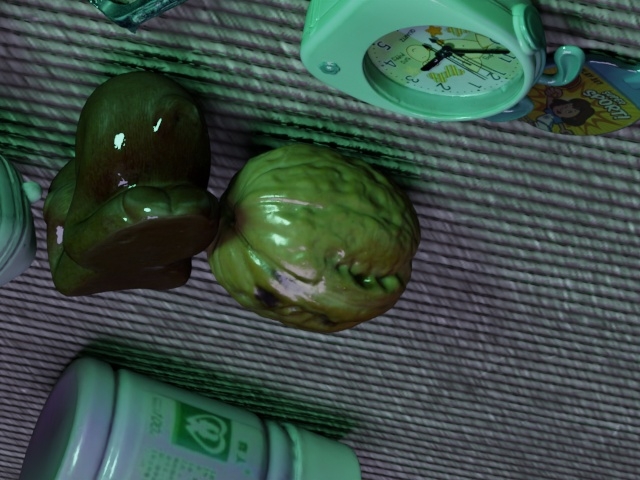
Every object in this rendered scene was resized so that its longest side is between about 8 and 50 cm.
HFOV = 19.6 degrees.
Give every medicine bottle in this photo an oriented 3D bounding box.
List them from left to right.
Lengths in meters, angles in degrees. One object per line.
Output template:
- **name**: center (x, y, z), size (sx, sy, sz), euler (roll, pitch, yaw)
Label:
- **medicine bottle**: center (-0.143, 0.269, 1.981), size (0.325, 0.212, 0.212), euler (21, 149, -20)

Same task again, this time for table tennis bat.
- **table tennis bat**: center (0.212, -0.114, 1.393), size (0.155, 0.019, 0.100), euler (-15, 142, 40)

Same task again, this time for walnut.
- **walnut**: center (0.000, 0.000, 1.531), size (0.184, 0.155, 0.155), euler (21, 149, -29)

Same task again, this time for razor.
- **razor**: center (-0.093, -0.185, 1.335), size (0.190, 0.033, 0.066), euler (-16, 143, 36)

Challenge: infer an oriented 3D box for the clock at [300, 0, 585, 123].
- **clock**: center (0.090, -0.142, 1.332), size (0.188, 0.060, 0.148), euler (23, 148, -24)

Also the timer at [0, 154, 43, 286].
- **timer**: center (-0.369, 0.022, 1.588), size (0.315, 0.291, 0.291), euler (-34, 132, 30)

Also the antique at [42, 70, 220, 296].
- **antique**: center (-0.160, -0.042, 1.508), size (0.121, 0.143, 0.257), euler (-6, 162, -17)
